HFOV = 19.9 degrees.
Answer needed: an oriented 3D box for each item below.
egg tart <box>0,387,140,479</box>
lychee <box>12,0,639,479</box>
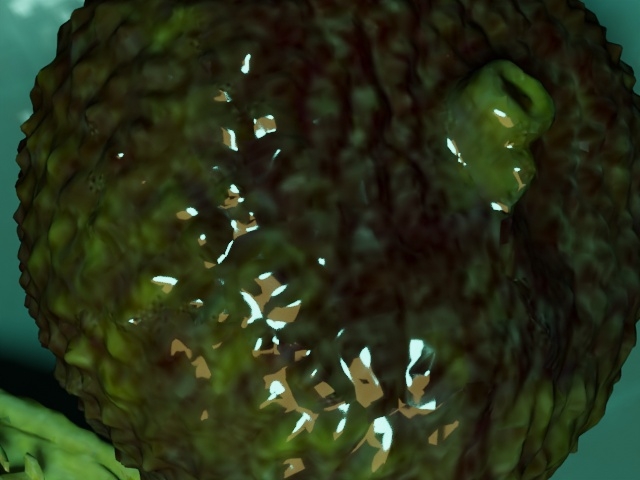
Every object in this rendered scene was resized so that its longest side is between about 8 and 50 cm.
[{"bbox_3d":[-0.111,0.176,0.649,0.297,0.132,0.297,9,108,28],"label":"egg tart"},{"bbox_3d":[0.003,-0.005,0.510,0.194,0.194,0.194,2,122,4],"label":"lychee"}]
